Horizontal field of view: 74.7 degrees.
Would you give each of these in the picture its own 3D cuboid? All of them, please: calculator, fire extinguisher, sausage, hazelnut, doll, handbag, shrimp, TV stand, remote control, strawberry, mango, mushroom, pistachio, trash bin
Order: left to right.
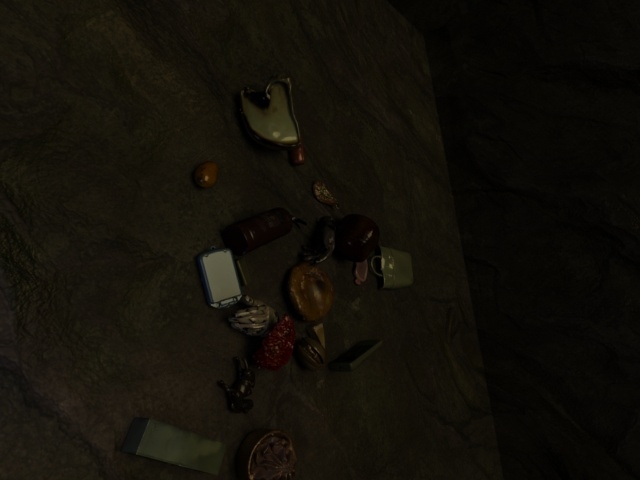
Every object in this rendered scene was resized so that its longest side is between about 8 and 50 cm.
[{"bbox_3d":[-0.391,0.566,1.144,0.269,0.083,0.088,41,47,-36],"label":"TV stand"},{"bbox_3d":[-0.382,-0.225,1.420,0.079,0.057,0.114,45,44,-24],"label":"mango"},{"bbox_3d":[-0.328,0.118,1.374,0.121,0.039,0.210,-15,91,-35],"label":"calculator"},{"bbox_3d":[-0.277,0.110,1.445,0.043,0.061,0.092,-26,101,-51],"label":"trash bin"},{"bbox_3d":[-0.256,0.482,1.364,0.165,0.057,0.139,65,36,-28],"label":"doll"},{"bbox_3d":[-0.193,-0.044,1.546,0.135,0.114,0.337,37,35,17],"label":"fire extinguisher"},{"bbox_3d":[-0.209,-0.498,1.682,0.218,0.212,0.291,-8,100,-9],"label":"mushroom"},{"bbox_3d":[-0.129,0.347,1.438,0.098,0.228,0.174,35,18,14],"label":"strawberry"},{"bbox_3d":[-0.105,-0.403,1.821,0.062,0.062,0.154,-1,79,-52],"label":"sausage"},{"bbox_3d":[-0.035,0.436,1.621,0.149,0.113,0.113,58,41,-15],"label":"pistachio"},{"bbox_3d":[0.027,-0.203,1.949,0.184,0.043,0.091,38,58,-31],"label":"shrimp"},{"bbox_3d":[0.164,-0.022,1.930,0.218,0.218,0.234,60,41,-20],"label":"hazelnut"},{"bbox_3d":[0.160,0.494,1.830,0.285,0.123,0.038,-19,96,-51],"label":"remote control"},{"bbox_3d":[0.197,0.144,2.063,0.103,0.024,0.165,42,48,-36],"label":"calculator"},{"bbox_3d":[0.359,0.147,2.247,0.315,0.109,0.241,7,72,-37],"label":"handbag"}]

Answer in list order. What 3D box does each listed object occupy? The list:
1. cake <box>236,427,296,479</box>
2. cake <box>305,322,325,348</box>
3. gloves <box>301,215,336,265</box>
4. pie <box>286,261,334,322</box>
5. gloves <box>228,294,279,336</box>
[{"bbox_3d":[-0.146,0.702,1.336,0.208,0.178,0.185,8,72,-54],"label":"cake"},{"bbox_3d":[-0.007,0.398,1.704,0.065,0.052,0.121,-30,102,-54],"label":"cake"},{"bbox_3d":[0.010,0.001,1.791,0.119,0.142,0.285,35,48,-7],"label":"gloves"},{"bbox_3d":[-0.042,0.209,1.704,0.273,0.069,0.273,21,63,-49],"label":"pie"},{"bbox_3d":[-0.217,0.262,1.427,0.127,0.111,0.212,-70,160,-4],"label":"gloves"}]
